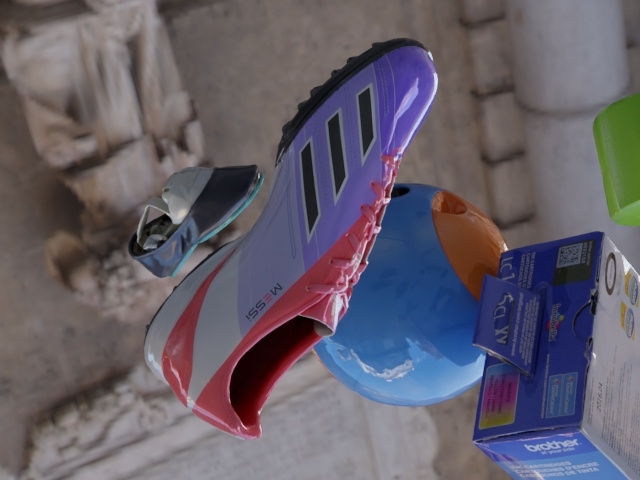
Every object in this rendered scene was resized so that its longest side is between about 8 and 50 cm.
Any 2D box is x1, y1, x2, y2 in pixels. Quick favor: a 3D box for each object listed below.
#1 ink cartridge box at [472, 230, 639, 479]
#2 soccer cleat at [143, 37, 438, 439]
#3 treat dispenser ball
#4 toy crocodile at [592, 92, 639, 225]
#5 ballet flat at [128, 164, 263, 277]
[{"bbox_3d":[0.322,0.177,1.719,0.151,0.395,0.270,-13,-132,34],"label":"ink cartridge box"},{"bbox_3d":[0.000,0.000,1.063,0.318,0.108,0.116,-53,-128,5],"label":"soccer cleat"},{"bbox_3d":[0.111,0.069,1.864,0.288,0.288,0.288,-10,-151,5],"label":"treat dispenser ball"},{"bbox_3d":[0.287,-0.099,0.717,0.340,0.105,0.115,-31,-120,21],"label":"toy crocodile"},{"bbox_3d":[-0.129,-0.025,1.378,0.074,0.074,0.203,-40,180,-40],"label":"ballet flat"}]
